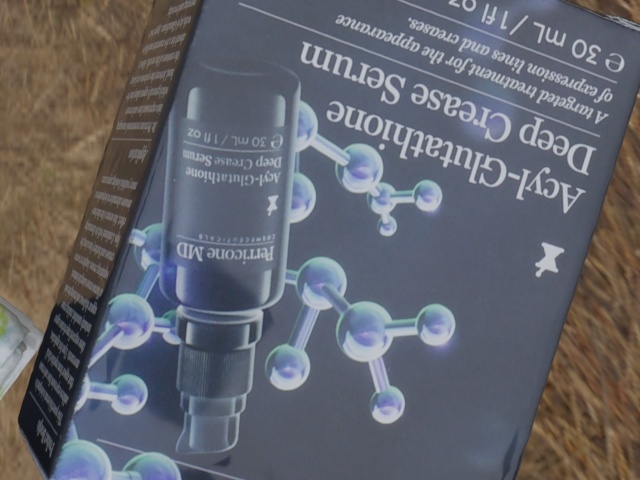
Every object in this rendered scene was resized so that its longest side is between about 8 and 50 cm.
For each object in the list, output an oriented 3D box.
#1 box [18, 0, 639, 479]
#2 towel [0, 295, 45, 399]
[{"bbox_3d":[0.000,0.000,1.058,0.293,0.212,0.395,18,89,-16],"label":"box"},{"bbox_3d":[-0.465,0.097,1.304,0.374,0.090,0.320,37,91,-7],"label":"towel"}]
